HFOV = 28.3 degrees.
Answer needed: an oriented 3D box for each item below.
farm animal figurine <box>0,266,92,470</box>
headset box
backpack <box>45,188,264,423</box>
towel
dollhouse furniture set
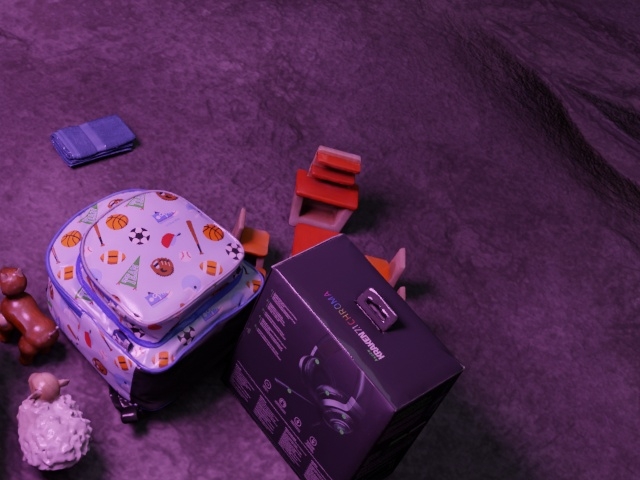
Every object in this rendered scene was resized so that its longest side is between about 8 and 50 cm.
[{"bbox_3d":[-0.462,0.139,1.541,0.330,0.172,0.327,-4,53,-26],"label":"farm animal figurine"},{"bbox_3d":[0.022,0.168,1.646,0.131,0.283,0.246,-25,63,-37],"label":"headset box"},{"bbox_3d":[-0.236,0.059,1.696,0.263,0.213,0.276,34,48,23],"label":"backpack"},{"bbox_3d":[-0.348,-0.153,1.945,0.119,0.029,0.067,-22,63,-35],"label":"towel"},{"bbox_3d":[0.000,0.000,1.884,0.262,0.135,0.259,14,47,-11],"label":"dollhouse furniture set"}]
